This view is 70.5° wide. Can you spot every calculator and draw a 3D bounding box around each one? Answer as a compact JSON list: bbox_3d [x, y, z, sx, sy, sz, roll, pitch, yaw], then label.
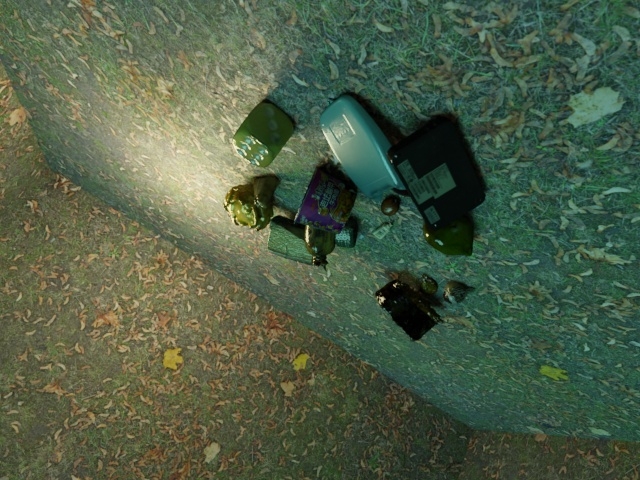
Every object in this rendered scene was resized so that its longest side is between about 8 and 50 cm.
[{"bbox_3d":[0.131,-0.305,1.508,0.386,0.054,0.256,56,154,-8],"label":"calculator"}]

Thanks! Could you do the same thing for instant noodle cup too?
[{"bbox_3d":[0.025,-0.147,1.802,0.190,0.251,0.251,22,154,-4],"label":"instant noodle cup"}]

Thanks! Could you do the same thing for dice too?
[{"bbox_3d":[-0.211,-0.388,1.667,0.166,0.169,0.169,36,153,-12],"label":"dice"}]

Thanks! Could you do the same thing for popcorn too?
[{"bbox_3d":[-0.352,-0.160,2.196,0.250,0.190,0.250,33,155,17],"label":"popcorn"}]

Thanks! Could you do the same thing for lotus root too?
[{"bbox_3d":[-0.002,0.000,2.055,0.154,0.277,0.154,0,-174,0],"label":"lotus root"}]

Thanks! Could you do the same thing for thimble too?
[{"bbox_3d":[0.115,-0.034,2.018,0.090,0.118,0.135,6,131,13],"label":"thimble"}]

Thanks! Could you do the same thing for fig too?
[{"bbox_3d":[0.483,-0.026,1.634,0.234,0.166,0.167,12,158,-16],"label":"fig"}]

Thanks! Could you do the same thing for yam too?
[{"bbox_3d":[-0.100,0.003,2.226,0.272,0.202,0.201,19,-165,21],"label":"yam"}]

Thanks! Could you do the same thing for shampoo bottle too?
[{"bbox_3d":[0.275,-0.047,1.934,0.049,0.034,0.141,39,153,-3],"label":"shampoo bottle"}]

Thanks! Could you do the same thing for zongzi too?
[{"bbox_3d":[-0.285,-0.221,2.049,0.176,0.160,0.078,6,150,36],"label":"zongzi"}]

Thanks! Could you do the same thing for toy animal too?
[{"bbox_3d":[0.616,0.243,2.033,0.137,0.098,0.098,7,146,37],"label":"toy animal"}]

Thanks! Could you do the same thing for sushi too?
[{"bbox_3d":[0.424,0.326,2.251,0.348,0.208,0.234,44,-170,-25],"label":"sushi"}]

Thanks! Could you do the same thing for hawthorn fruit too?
[{"bbox_3d":[0.271,-0.132,1.751,0.077,0.077,0.077,23,153,13],"label":"hawthorn fruit"}]

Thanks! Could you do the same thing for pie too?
[{"bbox_3d":[0.517,0.223,2.170,0.088,0.033,0.191,14,152,14],"label":"pie"}]

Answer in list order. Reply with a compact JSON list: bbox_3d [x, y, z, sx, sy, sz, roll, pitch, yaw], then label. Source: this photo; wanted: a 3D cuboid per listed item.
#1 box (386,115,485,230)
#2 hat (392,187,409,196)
[{"bbox_3d":[0.368,-0.198,1.413,0.211,0.058,0.350,-32,126,12],"label":"box"},{"bbox_3d":[0.291,-0.235,1.516,0.206,0.089,0.205,33,152,21],"label":"hat"}]
